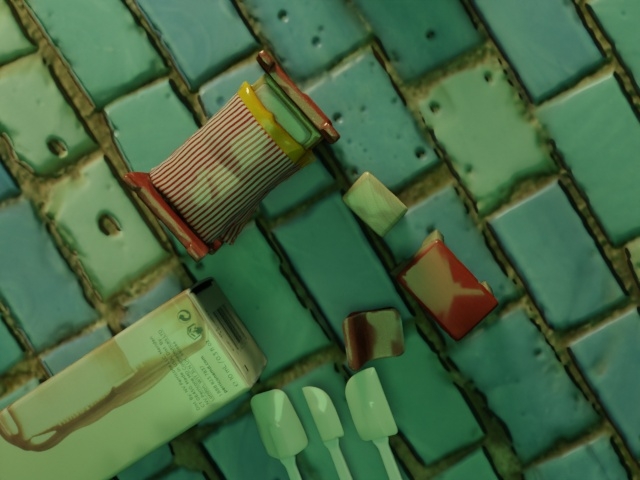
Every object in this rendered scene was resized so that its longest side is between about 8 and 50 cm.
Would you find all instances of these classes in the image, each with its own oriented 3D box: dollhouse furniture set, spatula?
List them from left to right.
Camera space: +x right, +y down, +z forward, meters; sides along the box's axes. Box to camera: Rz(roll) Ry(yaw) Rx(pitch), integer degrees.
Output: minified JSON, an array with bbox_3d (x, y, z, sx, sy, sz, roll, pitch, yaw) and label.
[{"bbox_3d":[0.000,0.000,0.931,0.201,0.152,0.374,-44,92,6],"label":"dollhouse furniture set"},{"bbox_3d":[0.026,0.277,1.014,0.168,0.019,0.242,-17,100,15],"label":"spatula"}]

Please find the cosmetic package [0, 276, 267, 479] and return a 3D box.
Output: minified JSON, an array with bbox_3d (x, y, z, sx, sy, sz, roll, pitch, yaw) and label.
[{"bbox_3d":[-0.221,0.176,0.961,0.296,0.153,0.129,-34,92,4],"label":"cosmetic package"}]
